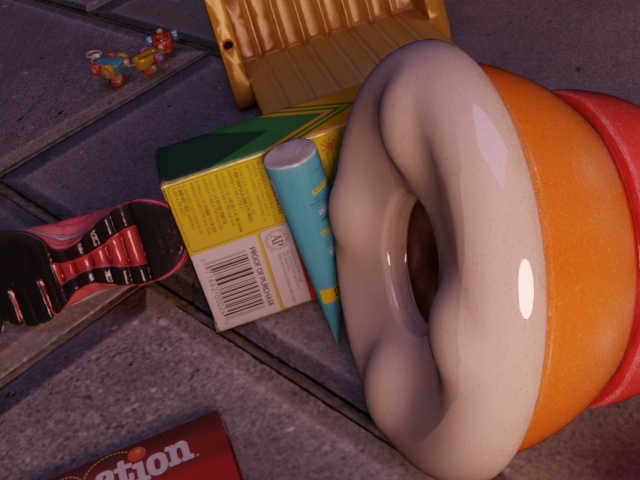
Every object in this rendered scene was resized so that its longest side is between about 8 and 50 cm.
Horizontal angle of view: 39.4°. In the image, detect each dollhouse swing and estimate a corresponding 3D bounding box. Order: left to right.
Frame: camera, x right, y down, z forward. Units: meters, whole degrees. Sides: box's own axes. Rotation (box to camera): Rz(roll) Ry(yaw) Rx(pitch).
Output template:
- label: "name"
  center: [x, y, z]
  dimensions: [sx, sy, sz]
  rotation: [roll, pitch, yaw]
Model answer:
- label: "dollhouse swing"
  center: [0.011, -0.349, 1.292]
  dimensions: [0.347, 0.315, 0.305]
  rotation: [-17, 16, -3]

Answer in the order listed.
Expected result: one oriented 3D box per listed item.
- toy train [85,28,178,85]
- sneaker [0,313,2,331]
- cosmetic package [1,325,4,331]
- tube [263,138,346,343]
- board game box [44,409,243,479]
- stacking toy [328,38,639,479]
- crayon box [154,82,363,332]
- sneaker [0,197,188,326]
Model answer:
- label: "toy train"
  center: [-0.323, -0.318, 1.568]
  dimensions: [0.166, 0.046, 0.125]
  rotation: [-18, 35, -7]
- label: "sneaker"
  center: [-0.380, 0.162, 0.931]
  dimensions: [0.106, 0.078, 0.234]
  rotation: [3, 44, 20]
- label: "cosmetic package"
  center: [-0.608, 0.110, 1.070]
  dimensions: [0.377, 0.097, 0.284]
  rotation: [18, 51, 37]
- label: "tube"
  center: [0.000, 0.000, 0.883]
  dimensions: [0.052, 0.207, 0.080]
  rotation: [3, 40, 31]
- label: "board game box"
  center: [-0.201, 0.255, 0.777]
  dimensions: [0.281, 0.027, 0.145]
  rotation: [-22, 35, -8]
- label: "stacking toy"
  center: [0.271, 0.002, 0.772]
  dimensions: [0.480, 0.351, 0.350]
  rotation: [-5, 33, -16]
- label: "crayon box"
  center: [0.009, -0.045, 0.946]
  dimensions: [0.318, 0.202, 0.081]
  rotation: [-18, 36, -4]
- label: "sneaker"
  center: [-0.274, 0.022, 1.074]
  dimensions: [0.314, 0.116, 0.136]
  rotation: [-12, 6, 17]
